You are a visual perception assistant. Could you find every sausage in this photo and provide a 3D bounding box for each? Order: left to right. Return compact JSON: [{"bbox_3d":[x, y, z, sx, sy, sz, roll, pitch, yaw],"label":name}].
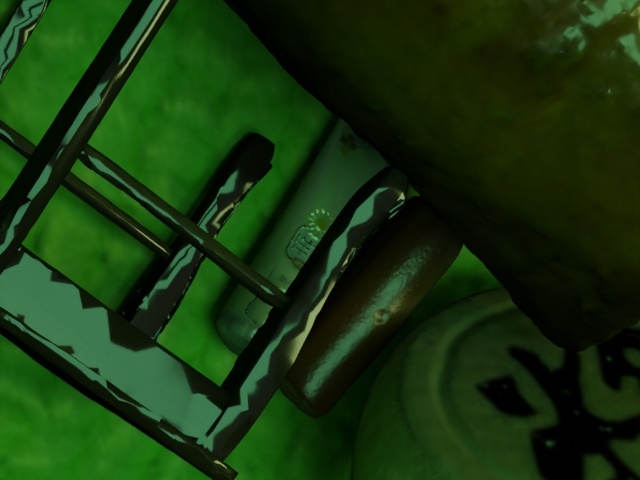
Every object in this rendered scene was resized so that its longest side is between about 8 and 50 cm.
[{"bbox_3d":[0.026,0.031,0.952,0.039,0.041,0.131,42,80,-15],"label":"sausage"}]

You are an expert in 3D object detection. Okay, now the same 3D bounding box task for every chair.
[{"bbox_3d":[-0.135,0.048,0.798,0.186,0.160,0.319,40,79,-30],"label":"chair"}]

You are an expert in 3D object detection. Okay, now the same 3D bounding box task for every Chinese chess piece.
[{"bbox_3d":[0.143,0.125,0.919,0.257,0.257,0.104,-9,127,-28],"label":"Chinese chess piece"}]

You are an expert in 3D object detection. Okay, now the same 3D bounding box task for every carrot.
[{"bbox_3d":[0.093,-0.130,0.833,0.340,0.241,0.241,43,80,-29],"label":"carrot"}]

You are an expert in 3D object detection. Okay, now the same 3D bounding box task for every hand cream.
[{"bbox_3d":[0.000,0.000,0.935,0.061,0.039,0.143,40,77,-29],"label":"hand cream"}]
